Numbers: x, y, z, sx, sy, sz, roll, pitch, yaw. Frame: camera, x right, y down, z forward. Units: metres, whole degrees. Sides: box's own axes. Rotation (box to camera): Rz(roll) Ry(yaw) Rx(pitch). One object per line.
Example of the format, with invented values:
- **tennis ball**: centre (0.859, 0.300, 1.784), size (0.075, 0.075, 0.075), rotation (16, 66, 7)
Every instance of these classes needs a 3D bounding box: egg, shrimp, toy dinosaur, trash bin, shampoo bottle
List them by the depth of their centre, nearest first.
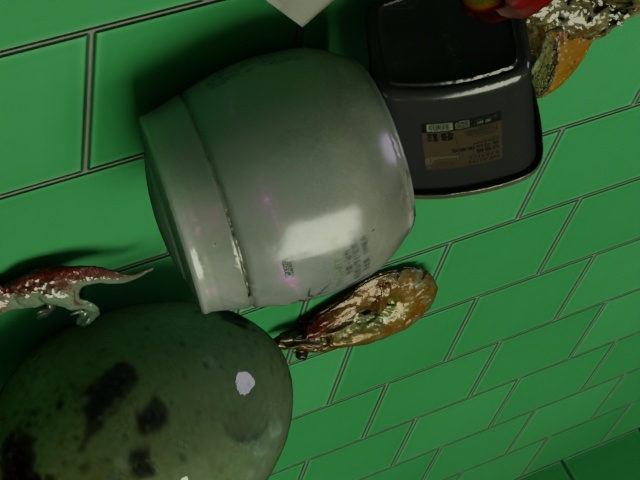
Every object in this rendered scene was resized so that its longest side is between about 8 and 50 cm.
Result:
- **shampoo bottle**: centre (-0.053, -0.063, 1.601), size (0.266, 0.273, 0.273), rotation (-21, 154, -7)
- **trash bin**: centre (0.151, -0.164, 1.693), size (0.209, 0.182, 0.290), rotation (-7, 156, 4)
- **toy dinosaur**: centre (-0.326, 0.054, 1.796), size (0.242, 0.053, 0.167), rotation (-16, 147, -6)
- **egg**: centre (-0.237, 0.253, 1.934), size (0.428, 0.345, 0.345), rotation (-36, 157, -12)
- **shrimp**: centre (0.054, 0.117, 2.313), size (0.294, 0.062, 0.154), rotation (-22, 142, -20)

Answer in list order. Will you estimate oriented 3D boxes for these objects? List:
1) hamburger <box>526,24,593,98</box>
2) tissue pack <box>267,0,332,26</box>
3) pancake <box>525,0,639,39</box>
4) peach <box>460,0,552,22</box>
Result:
- **hamburger**: centre (0.301, -0.248, 1.831), size (0.102, 0.087, 0.176), rotation (-21, 152, -12)
- **tissue pack**: centre (-0.051, -0.318, 1.256), size (0.136, 0.159, 0.246), rotation (-37, 153, 14)
- **pancake**: centre (0.338, -0.333, 1.575), size (0.382, 0.071, 0.382), rotation (3, 152, 2)
- **peach**: centre (0.142, -0.308, 1.411), size (0.226, 0.190, 0.196), rotation (-6, 127, -1)
